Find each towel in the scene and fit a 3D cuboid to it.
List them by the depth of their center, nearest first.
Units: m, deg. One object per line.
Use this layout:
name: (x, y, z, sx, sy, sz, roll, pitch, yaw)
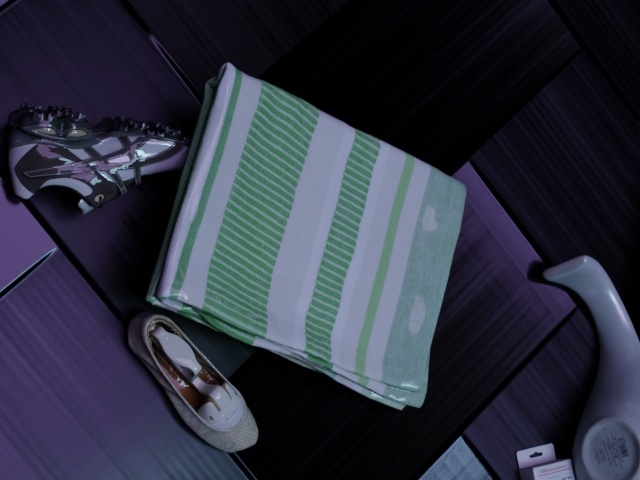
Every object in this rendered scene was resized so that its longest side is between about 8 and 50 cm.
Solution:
towel: (0.000, 0.000, 1.554, 0.325, 0.038, 0.248, 25, 71, -35)

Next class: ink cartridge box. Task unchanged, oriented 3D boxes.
ink cartridge box: (0.232, 0.250, 1.670, 0.048, 0.028, 0.083, -9, 86, -27)

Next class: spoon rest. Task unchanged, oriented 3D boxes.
spoon rest: (0.301, 0.154, 1.677, 0.084, 0.137, 0.276, 7, 66, -50)

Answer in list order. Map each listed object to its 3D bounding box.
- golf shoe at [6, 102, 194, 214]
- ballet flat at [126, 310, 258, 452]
golf shoe: (-0.192, -0.069, 1.503, 0.198, 0.077, 0.094, 6, 97, -23)
ballet flat: (-0.114, 0.133, 1.509, 0.168, 0.052, 0.057, 47, 66, -12)
